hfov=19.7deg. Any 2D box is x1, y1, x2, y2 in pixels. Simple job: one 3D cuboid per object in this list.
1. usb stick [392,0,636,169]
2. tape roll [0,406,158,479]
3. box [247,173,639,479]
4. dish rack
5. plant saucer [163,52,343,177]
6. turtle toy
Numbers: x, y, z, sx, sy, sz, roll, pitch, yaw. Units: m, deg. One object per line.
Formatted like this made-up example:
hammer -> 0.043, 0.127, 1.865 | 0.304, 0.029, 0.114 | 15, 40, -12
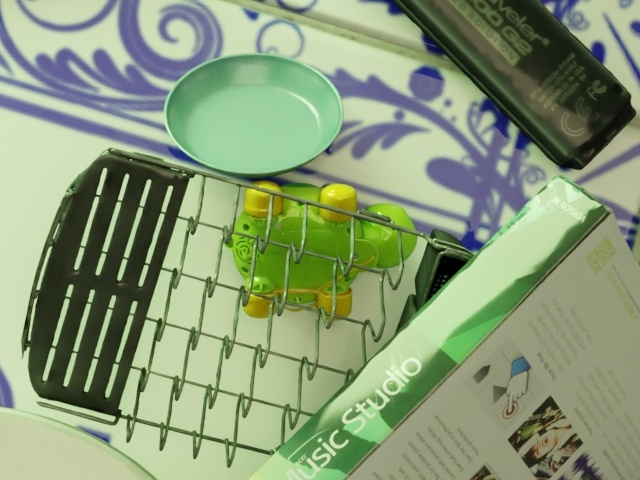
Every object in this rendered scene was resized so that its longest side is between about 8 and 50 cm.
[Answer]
usb stick -> 0.098, -0.165, 1.257 | 0.278, 0.045, 0.077 | 45, 76, 1
tape roll -> -0.236, 0.295, 1.178 | 0.392, 0.072, 0.392 | 0, 85, -4
box -> 0.091, 0.143, 1.148 | 0.322, 0.232, 0.058 | -45, 46, -8
dish rack -> -0.049, 0.059, 1.167 | 0.271, 0.074, 0.208 | 16, 110, -8
plant saucer -> -0.044, -0.079, 1.226 | 0.119, 0.021, 0.119 | 1, 46, -1
turtle toy -> 0.000, 0.000, 1.222 | 0.130, 0.066, 0.095 | 2, 112, -3
